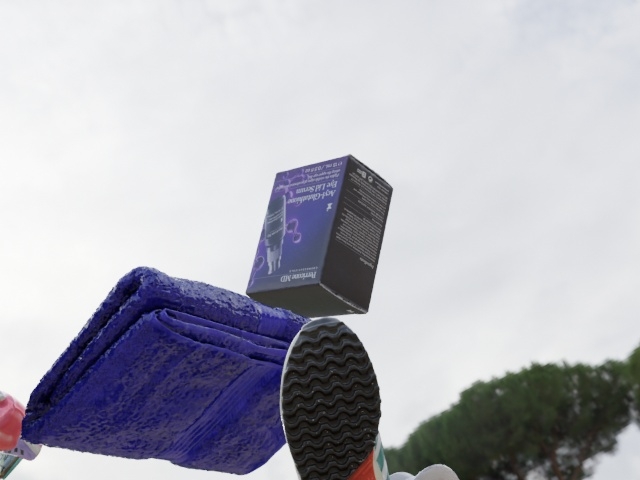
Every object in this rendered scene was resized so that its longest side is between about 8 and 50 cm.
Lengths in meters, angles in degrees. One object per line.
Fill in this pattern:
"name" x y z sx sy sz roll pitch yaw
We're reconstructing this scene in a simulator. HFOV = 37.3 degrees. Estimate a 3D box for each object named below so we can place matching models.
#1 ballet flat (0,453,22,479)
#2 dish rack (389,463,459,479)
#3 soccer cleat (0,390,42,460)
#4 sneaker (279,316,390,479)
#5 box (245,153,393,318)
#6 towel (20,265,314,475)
"ballet flat" -0.492 0.321 1.587 0.070 0.070 0.188 -59 -6 36
"dish rack" 0.046 0.379 0.800 0.285 0.072 0.332 -37 -59 -39
"soccer cleat" -0.438 0.212 1.185 0.083 0.248 0.095 -50 -52 -29
"sneaker" 0.009 0.125 0.539 0.057 0.161 0.075 -13 -5 -10
"box" 0.000 0.000 1.364 0.153 0.207 0.108 -11 -33 42
"towel" -0.125 0.155 0.986 0.308 0.076 0.227 24 -69 -45
